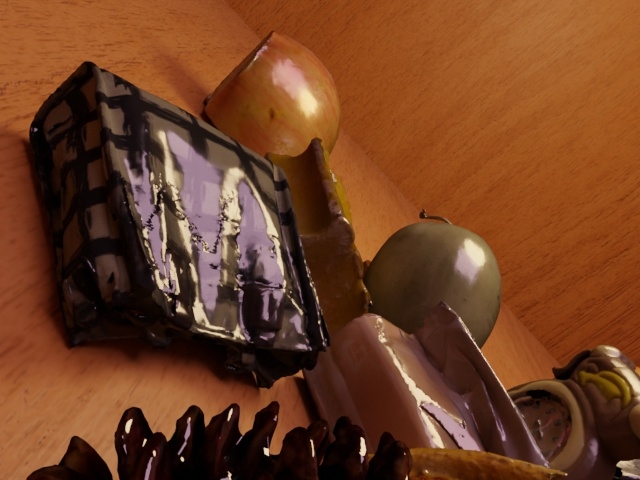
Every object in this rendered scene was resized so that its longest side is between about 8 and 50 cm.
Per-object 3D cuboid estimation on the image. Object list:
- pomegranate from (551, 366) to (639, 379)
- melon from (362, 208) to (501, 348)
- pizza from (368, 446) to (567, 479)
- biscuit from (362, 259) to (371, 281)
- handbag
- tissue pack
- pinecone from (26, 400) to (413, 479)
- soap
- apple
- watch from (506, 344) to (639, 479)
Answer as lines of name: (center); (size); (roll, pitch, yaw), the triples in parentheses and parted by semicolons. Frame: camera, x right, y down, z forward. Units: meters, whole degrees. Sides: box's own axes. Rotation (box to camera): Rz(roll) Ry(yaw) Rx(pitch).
pomegranate: (0.579, 0.448, 1.240); (0.410, 0.410, 0.410); (43, 17, -17)
melon: (0.197, 0.106, 1.112); (0.272, 0.308, 0.272); (29, 0, 0)
pizza: (0.084, 0.293, 0.531); (0.288, 0.280, 0.075); (-66, 136, -60)
biscuit: (0.192, 0.156, 1.384); (0.283, 0.064, 0.432); (56, 18, 22)
handbag: (-0.158, -0.010, 0.726); (0.325, 0.162, 0.327); (25, 36, -47)
tissue pack: (0.149, 0.249, 0.788); (0.238, 0.238, 0.305); (33, 23, -43)
pinecone: (-0.024, 0.228, 0.341); (0.296, 0.242, 0.298); (4, 50, -24)
soap: (0.000, 0.000, 1.038); (0.281, 0.143, 0.259); (-107, 180, -58)
apple: (-0.093, -0.280, 1.415); (0.309, 0.314, 0.252); (42, -24, -20)
watch: (0.411, 0.388, 0.936); (0.327, 0.335, 0.314); (50, 16, -17)
